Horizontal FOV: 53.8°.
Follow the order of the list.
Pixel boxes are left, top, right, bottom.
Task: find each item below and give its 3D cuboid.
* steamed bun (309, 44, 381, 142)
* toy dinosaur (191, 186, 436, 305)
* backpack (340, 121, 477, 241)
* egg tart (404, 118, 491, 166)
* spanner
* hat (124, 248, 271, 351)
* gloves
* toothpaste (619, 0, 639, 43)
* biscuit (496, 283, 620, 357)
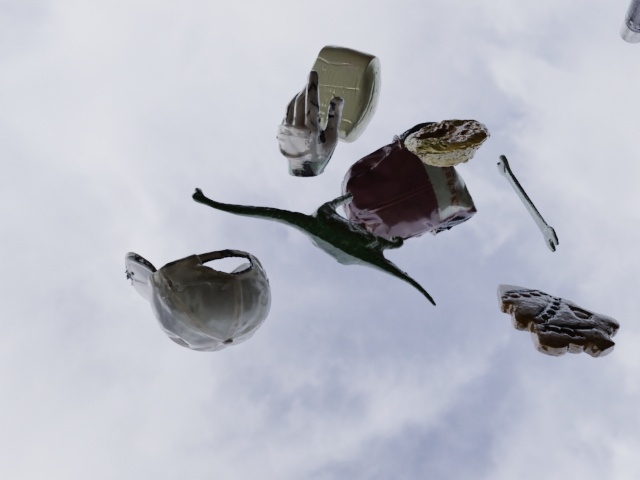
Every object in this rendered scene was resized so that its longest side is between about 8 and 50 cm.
[{"bbox_3d":[0.071,-0.406,1.756,0.200,0.249,0.155,21,-162,27],"label":"steamed bun"},{"bbox_3d":[0.000,0.000,1.193,0.447,0.087,0.301,40,-146,26],"label":"toy dinosaur"},{"bbox_3d":[0.208,-0.124,1.607,0.317,0.197,0.283,-25,-82,-4],"label":"backpack"},{"bbox_3d":[0.191,-0.145,0.946,0.131,0.052,0.130,-10,-154,5],"label":"egg tart"},{"bbox_3d":[0.481,-0.094,1.475,0.018,0.071,0.301,-19,-129,1],"label":"spanner"},{"bbox_3d":[-0.201,0.097,1.026,0.232,0.275,0.160,12,-101,-38],"label":"hat"},{"bbox_3d":[-0.027,-0.245,1.322,0.111,0.212,0.128,-25,-147,-39],"label":"gloves"},{"bbox_3d":[0.488,-0.353,0.924,0.071,0.193,0.045,39,-91,17],"label":"toothpaste"},{"bbox_3d":[0.518,0.169,1.432,0.278,0.043,0.302,-11,-149,-39],"label":"biscuit"}]
